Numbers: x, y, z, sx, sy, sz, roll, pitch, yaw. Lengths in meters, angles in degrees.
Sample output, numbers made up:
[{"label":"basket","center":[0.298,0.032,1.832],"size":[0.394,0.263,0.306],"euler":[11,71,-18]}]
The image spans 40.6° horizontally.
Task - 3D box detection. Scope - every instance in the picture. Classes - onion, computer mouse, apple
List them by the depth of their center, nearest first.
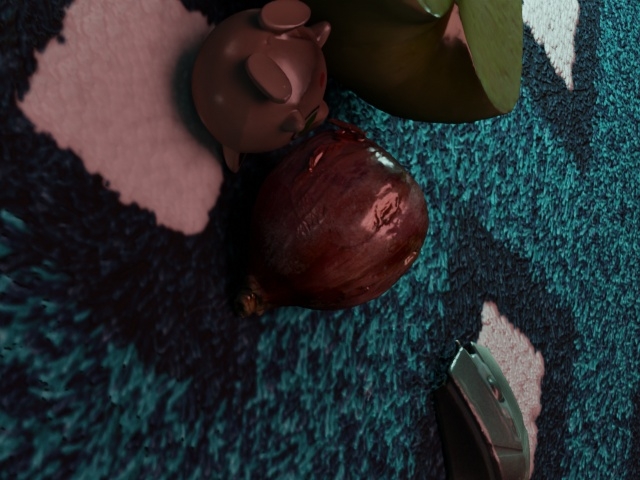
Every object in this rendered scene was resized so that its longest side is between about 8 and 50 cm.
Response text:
[{"label":"onion","center":[0.000,0.000,0.763],"size":[0.195,0.159,0.159],"euler":[-44,122,-14]},{"label":"apple","center":[0.098,-0.311,0.833],"size":[0.312,0.320,0.360],"euler":[8,65,-12]},{"label":"computer mouse","center":[0.202,0.226,1.021],"size":[0.126,0.071,0.231],"euler":[-13,93,-53]}]

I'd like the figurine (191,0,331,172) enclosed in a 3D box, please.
[{"label":"figurine","center":[-0.047,-0.132,0.734],"size":[0.125,0.138,0.125],"euler":[4,69,-11]}]
